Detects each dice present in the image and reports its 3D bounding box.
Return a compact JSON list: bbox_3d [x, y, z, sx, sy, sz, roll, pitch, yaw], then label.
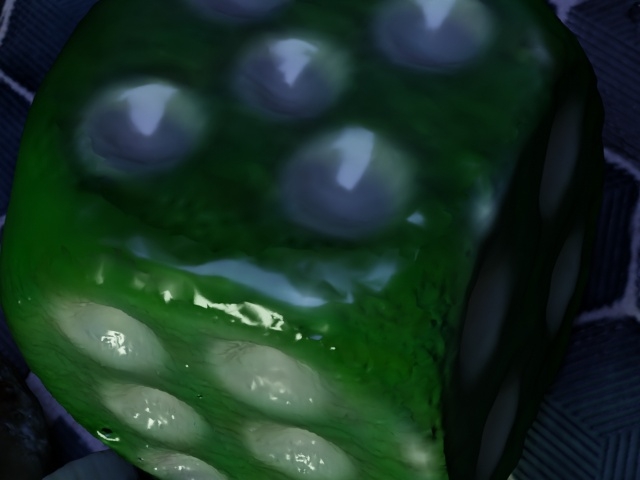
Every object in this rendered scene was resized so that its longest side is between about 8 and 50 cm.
[{"bbox_3d":[0.000,0.000,0.864,0.287,0.297,0.300,17,56,22],"label":"dice"}]

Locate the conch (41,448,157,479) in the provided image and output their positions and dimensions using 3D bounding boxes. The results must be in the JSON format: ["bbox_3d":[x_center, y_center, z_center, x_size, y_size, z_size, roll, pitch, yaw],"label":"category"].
[{"bbox_3d":[-0.114,0.235,0.922,0.172,0.200,0.131,33,116,43],"label":"conch"}]

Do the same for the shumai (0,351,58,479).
[{"bbox_3d":[-0.395,0.207,0.928,0.395,0.348,0.395,-9,66,21],"label":"shumai"}]
